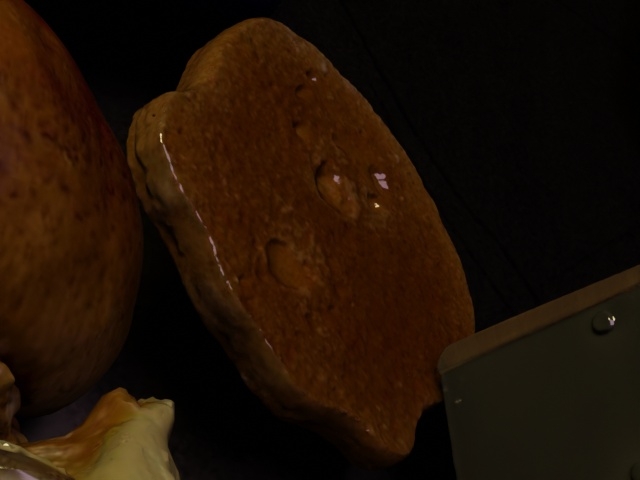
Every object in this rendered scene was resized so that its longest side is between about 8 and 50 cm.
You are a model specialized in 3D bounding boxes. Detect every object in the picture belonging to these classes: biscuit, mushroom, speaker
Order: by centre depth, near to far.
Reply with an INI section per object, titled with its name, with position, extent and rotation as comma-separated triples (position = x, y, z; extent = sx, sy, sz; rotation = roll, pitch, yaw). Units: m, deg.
[mushroom]
position = -0.197, -0.013, 0.630
extent = 0.263, 0.195, 0.283
rotation = 25, 55, -65
[biscuit]
position = -0.001, 0.001, 0.801
extent = 0.273, 0.049, 0.257
rotation = 54, 33, -14
[speaker]
position = 0.215, 0.133, 0.802
extent = 0.231, 0.192, 0.153
rotation = 20, 52, -41

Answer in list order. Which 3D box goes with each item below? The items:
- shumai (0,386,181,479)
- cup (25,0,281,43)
[shumai]
position = -0.128, 0.185, 0.465
extent = 0.314, 0.267, 0.262
rotation = -31, 121, -15
[cup]
position = -0.151, -0.263, 0.827
extent = 0.256, 0.178, 0.255
rotation = 10, 59, -31
